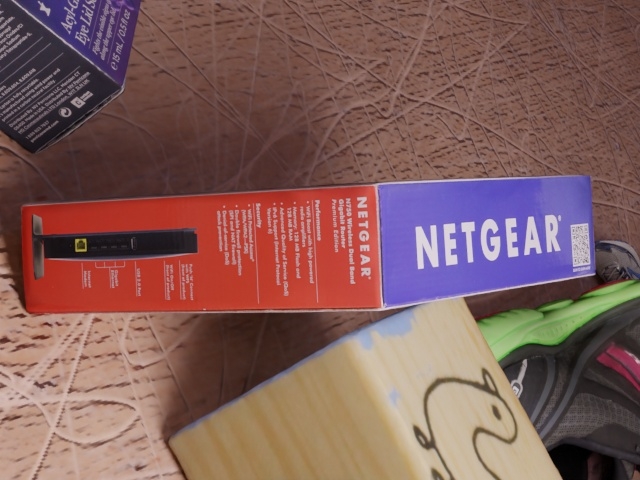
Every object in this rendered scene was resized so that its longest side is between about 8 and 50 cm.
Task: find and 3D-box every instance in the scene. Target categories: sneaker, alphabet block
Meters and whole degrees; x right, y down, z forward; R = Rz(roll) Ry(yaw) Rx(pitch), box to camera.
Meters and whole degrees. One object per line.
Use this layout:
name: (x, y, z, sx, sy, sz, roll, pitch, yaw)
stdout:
sneaker: (0.361, 0.049, 1.985, 0.135, 0.052, 0.058, 38, 39, -29)
sneaker: (0.243, 0.157, 1.603, 0.482, 0.185, 0.202, -11, 78, -44)
alphabet block: (0.040, 0.176, 1.261, 0.192, 0.193, 0.197, -20, 79, -58)

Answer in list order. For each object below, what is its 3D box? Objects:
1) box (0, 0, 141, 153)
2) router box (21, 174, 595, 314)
box: (-0.247, -0.194, 1.266, 0.207, 0.108, 0.153, 38, 36, -31)
router box: (0.000, 0.000, 1.253, 0.335, 0.301, 0.082, -5, 93, -56)
